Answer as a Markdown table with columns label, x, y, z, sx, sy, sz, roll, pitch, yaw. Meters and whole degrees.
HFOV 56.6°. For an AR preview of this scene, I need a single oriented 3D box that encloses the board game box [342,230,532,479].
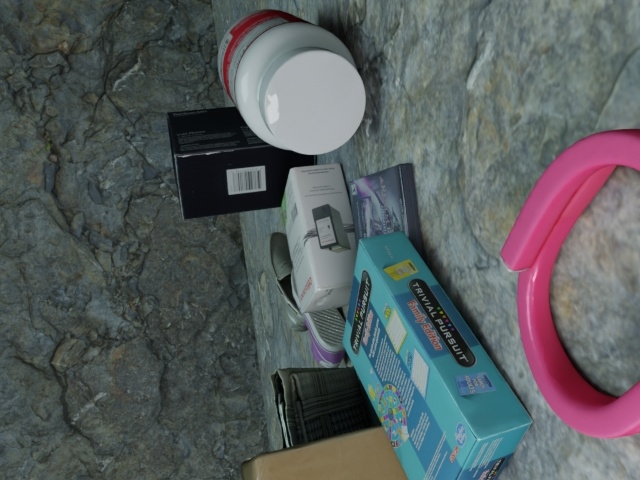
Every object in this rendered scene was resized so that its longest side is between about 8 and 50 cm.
| label | x | y | z | sx | sy | sz | roll | pitch | yaw |
| --- | --- | --- | --- | --- | --- | --- | --- | --- | --- |
| board game box | 0.141 | 0.192 | 0.857 | 0.253 | 0.079 | 0.336 | 96 | 155 | -43 |

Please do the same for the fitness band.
| label | x | y | z | sx | sy | sz | roll | pitch | yaw |
| --- | --- | --- | --- | --- | --- | --- | --- | --- | --- |
| fitness band | 0.238 | 0.041 | 0.495 | 0.290 | 0.054 | 0.209 | 98 | 159 | -51 |

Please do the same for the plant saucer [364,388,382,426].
| label | x | y | z | sx | sy | sz | roll | pitch | yaw |
| --- | --- | --- | --- | --- | --- | --- | --- | --- | --- |
| plant saucer | 0.125 | 0.380 | 1.195 | 0.067 | 0.018 | 0.192 | 89 | 166 | -51 |

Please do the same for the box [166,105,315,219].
| label | x | y | z | sx | sy | sz | roll | pitch | yaw |
| --- | --- | --- | --- | --- | --- | --- | --- | --- | --- |
| box | -0.214 | -0.221 | 1.566 | 0.312 | 0.343 | 0.178 | -117 | 23 | -55 |

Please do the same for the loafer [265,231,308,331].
| label | x | y | z | sx | sy | sz | roll | pitch | yaw |
| --- | --- | --- | --- | --- | --- | --- | --- | --- | --- |
| loafer | -0.082 | 0.105 | 1.718 | 0.111 | 0.112 | 0.319 | 115 | 137 | -57 |

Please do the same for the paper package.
| label | x | y | z | sx | sy | sz | roll | pitch | yaw |
| --- | --- | --- | --- | --- | --- | --- | --- | --- | --- |
| paper package | 0.052 | 0.472 | 0.939 | 0.168 | 0.310 | 0.324 | 114 | 145 | -66 |

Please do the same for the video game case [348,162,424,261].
| label | x | y | z | sx | sy | sz | roll | pitch | yaw |
| --- | --- | --- | --- | --- | --- | --- | --- | --- | --- |
| video game case | 0.109 | -0.020 | 1.038 | 0.274 | 0.026 | 0.196 | 178 | 84 | -77 |

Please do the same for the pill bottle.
| label | x | y | z | sx | sy | sz | roll | pitch | yaw |
| --- | --- | --- | --- | --- | --- | --- | --- | --- | --- |
| pill bottle | -0.062 | -0.308 | 1.142 | 0.407 | 0.229 | 0.229 | -123 | 28 | -59 |

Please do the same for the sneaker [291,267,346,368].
| label | x | y | z | sx | sy | sz | roll | pitch | yaw |
| --- | --- | --- | --- | --- | --- | --- | --- | --- | --- |
| sneaker | -0.012 | 0.190 | 1.485 | 0.161 | 0.102 | 0.282 | 95 | 162 | -51 |

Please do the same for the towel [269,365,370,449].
| label | x | y | z | sx | sy | sz | roll | pitch | yaw |
| --- | --- | --- | --- | --- | --- | --- | --- | --- | --- |
| towel | 0.028 | 0.404 | 1.185 | 0.324 | 0.056 | 0.312 | 16 | -121 | -58 |

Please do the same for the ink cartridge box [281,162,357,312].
| label | x | y | z | sx | sy | sz | roll | pitch | yaw |
| --- | --- | --- | --- | --- | --- | --- | --- | --- | --- |
| ink cartridge box | 0.000 | 0.000 | 1.296 | 0.198 | 0.115 | 0.272 | 115 | 145 | -66 |
